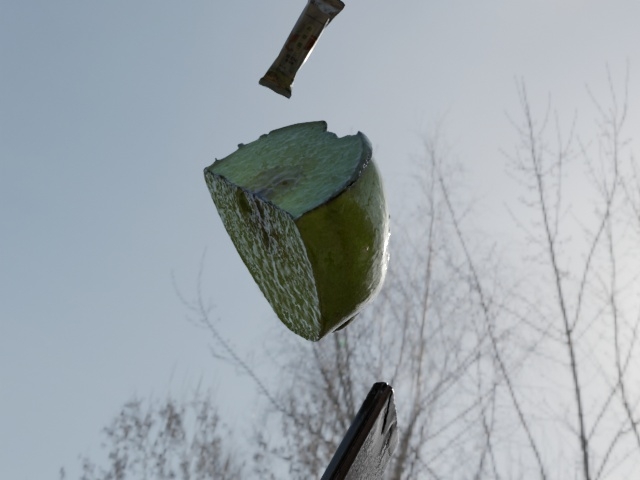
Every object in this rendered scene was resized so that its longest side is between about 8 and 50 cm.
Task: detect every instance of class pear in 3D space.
[{"bbox_3d":[0.000,0.000,1.211,0.159,0.292,0.292,-26,-34,-22],"label":"pear"}]

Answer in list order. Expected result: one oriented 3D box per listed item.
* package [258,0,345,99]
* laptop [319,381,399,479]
[{"bbox_3d":[-0.019,-0.191,0.929,0.037,0.110,0.015,31,2,3],"label":"package"},{"bbox_3d":[0.040,0.293,1.182,0.026,0.207,0.153,18,-35,23],"label":"laptop"}]
